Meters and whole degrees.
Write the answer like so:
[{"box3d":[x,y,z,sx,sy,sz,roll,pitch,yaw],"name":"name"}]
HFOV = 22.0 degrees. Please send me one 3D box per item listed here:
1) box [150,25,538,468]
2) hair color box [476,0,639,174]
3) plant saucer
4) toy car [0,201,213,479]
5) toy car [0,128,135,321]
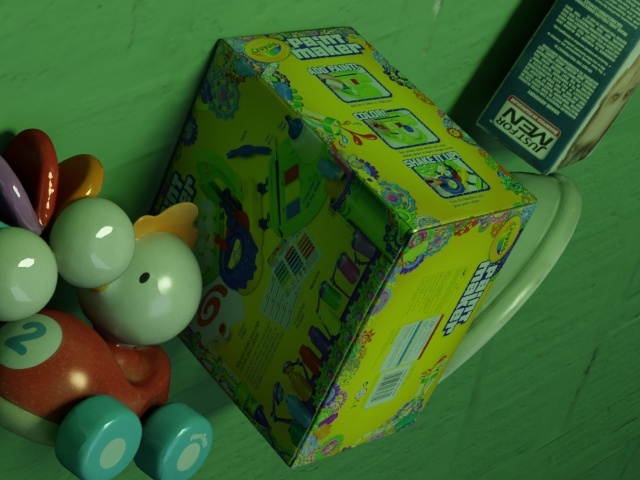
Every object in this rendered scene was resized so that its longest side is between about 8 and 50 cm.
[{"box3d":[0.000,0.000,1.542,0.177,0.279,0.290,-13,140,-44],"name":"box"},{"box3d":[0.326,-0.245,1.791,0.347,0.105,0.174,-57,164,23],"name":"hair color box"},{"box3d":[0.099,0.041,1.794,0.400,0.100,0.400,-40,-167,11],"name":"plant saucer"},{"box3d":[-0.189,0.063,1.474,0.210,0.219,0.238,16,102,-58],"name":"toy car"},{"box3d":[-0.252,-0.020,1.354,0.182,0.159,0.136,-24,111,-33],"name":"toy car"}]
